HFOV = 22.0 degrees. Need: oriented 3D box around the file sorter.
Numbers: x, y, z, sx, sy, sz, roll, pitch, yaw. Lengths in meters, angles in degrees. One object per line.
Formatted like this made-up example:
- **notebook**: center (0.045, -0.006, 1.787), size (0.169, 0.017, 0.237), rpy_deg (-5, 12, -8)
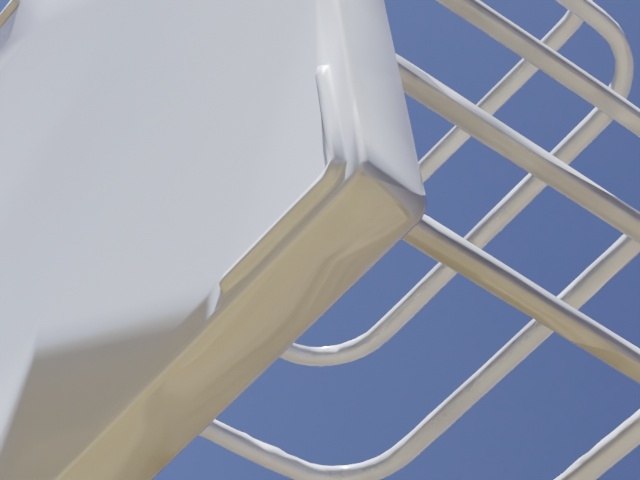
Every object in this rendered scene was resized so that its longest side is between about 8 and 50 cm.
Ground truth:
- **file sorter**: center (0.000, 0.000, 0.499), size (0.173, 0.277, 0.193), rpy_deg (31, -61, -26)
